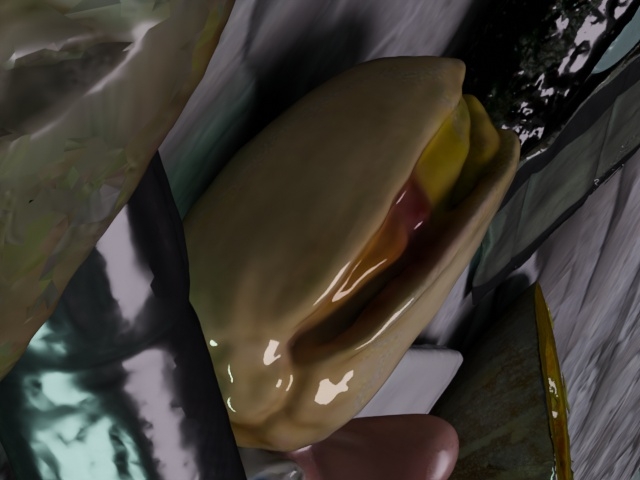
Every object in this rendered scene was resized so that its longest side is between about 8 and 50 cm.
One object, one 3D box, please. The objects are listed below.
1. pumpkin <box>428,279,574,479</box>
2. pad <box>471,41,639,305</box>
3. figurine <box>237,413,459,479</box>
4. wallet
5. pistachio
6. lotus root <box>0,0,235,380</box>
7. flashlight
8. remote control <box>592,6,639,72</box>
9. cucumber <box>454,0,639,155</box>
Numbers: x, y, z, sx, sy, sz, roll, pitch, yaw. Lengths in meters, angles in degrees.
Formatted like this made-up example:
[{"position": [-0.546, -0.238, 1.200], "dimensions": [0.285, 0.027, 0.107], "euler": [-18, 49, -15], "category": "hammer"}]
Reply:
[{"position": [0.144, 0.152, 1.328], "dimensions": [0.110, 0.217, 0.217], "euler": [-14, 164, 10], "category": "pumpkin"}, {"position": [0.190, -0.066, 1.194], "dimensions": [0.233, 0.022, 0.174], "euler": [-43, 160, -20], "category": "pad"}, {"position": [-0.115, 0.220, 0.825], "dimensions": [0.421, 0.154, 0.193], "euler": [-54, 163, 12], "category": "figurine"}, {"position": [0.037, 0.121, 1.171], "dimensions": [0.124, 0.032, 0.183], "euler": [-54, 159, 10], "category": "wallet"}, {"position": [0.000, 0.000, 0.759], "dimensions": [0.200, 0.117, 0.145], "euler": [-56, -160, -15], "category": "pistachio"}, {"position": [-0.159, -0.050, 0.319], "dimensions": [0.390, 0.111, 0.375], "euler": [-40, 153, -26], "category": "lotus root"}, {"position": [-0.057, 0.125, 0.634], "dimensions": [0.103, 0.103, 0.424], "euler": [-39, 132, -32], "category": "flashlight"}, {"position": [0.203, -0.204, 0.927], "dimensions": [0.104, 0.052, 0.247], "euler": [-16, 140, -61], "category": "remote control"}, {"position": [0.134, -0.138, 0.868], "dimensions": [0.072, 0.072, 0.300], "euler": [-18, 143, -58], "category": "cucumber"}]
